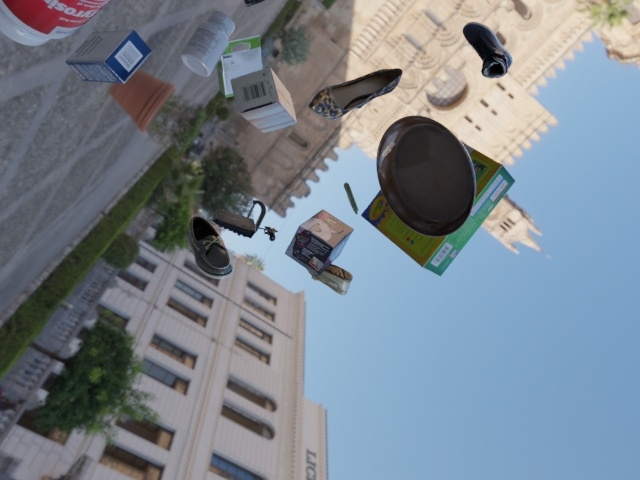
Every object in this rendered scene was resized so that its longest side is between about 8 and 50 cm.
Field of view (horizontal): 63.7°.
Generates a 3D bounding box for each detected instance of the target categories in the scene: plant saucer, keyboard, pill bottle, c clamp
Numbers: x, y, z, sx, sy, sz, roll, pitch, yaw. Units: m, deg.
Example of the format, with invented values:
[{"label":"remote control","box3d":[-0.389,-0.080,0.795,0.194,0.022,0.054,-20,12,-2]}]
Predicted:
[{"label":"plant saucer","box3d":[0.265,-0.160,1.284,0.050,0.311,0.310,-24,179,-33]},{"label":"keyboard","box3d":[-0.218,-0.040,1.519,0.317,0.201,0.033,-131,-121,-78]},{"label":"pill bottle","box3d":[-0.652,-0.646,1.268,0.407,0.229,0.229,-13,-139,37]},{"label":"c clamp","box3d":[-0.282,-0.103,2.120,0.161,0.022,0.137,-56,-129,25]},{"label":"pill bottle","box3d":[-0.433,-0.768,2.005,0.229,0.131,0.131,-63,-161,-13]}]

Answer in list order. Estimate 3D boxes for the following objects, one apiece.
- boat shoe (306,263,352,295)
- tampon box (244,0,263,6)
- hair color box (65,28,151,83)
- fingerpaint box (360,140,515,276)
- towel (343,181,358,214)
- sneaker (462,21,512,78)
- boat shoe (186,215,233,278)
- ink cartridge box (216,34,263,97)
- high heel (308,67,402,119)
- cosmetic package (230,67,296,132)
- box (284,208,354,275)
[{"label":"boat shoe","box3d":[-0.006,0.129,2.168,0.109,0.302,0.098,-26,138,-54]},{"label":"tampon box","box3d":[-0.251,-1.004,1.980,0.101,0.161,0.120,-37,-150,-25]},{"label":"hair color box","box3d":[-0.807,-0.696,1.952,0.347,0.105,0.174,18,-113,40]},{"label":"fingerpaint box","box3d":[0.430,-0.156,1.942,0.445,0.163,0.371,-54,-130,9]},{"label":"towel","box3d":[0.137,-0.189,2.302,0.027,0.148,0.110,-20,-173,3]},{"label":"sneaker","box3d":[0.585,-0.674,1.834,0.086,0.226,0.163,-45,-174,46]},{"label":"boat shoe","box3d":[-0.374,0.021,1.723,0.305,0.109,0.091,44,-43,47]},{"label":"ink cartridge box","box3d":[-0.353,-0.773,2.240,0.097,0.188,0.255,57,-23,36]},{"label":"high heel","box3d":[0.097,-0.409,1.385,0.186,0.093,0.261,-26,179,44]},{"label":"cosmetic package","box3d":[-0.196,-0.494,1.852,0.153,0.129,0.296,-15,178,10]},{"label":"box","box3d":[0.000,0.000,1.984,0.142,0.163,0.247,-61,170,26]}]
